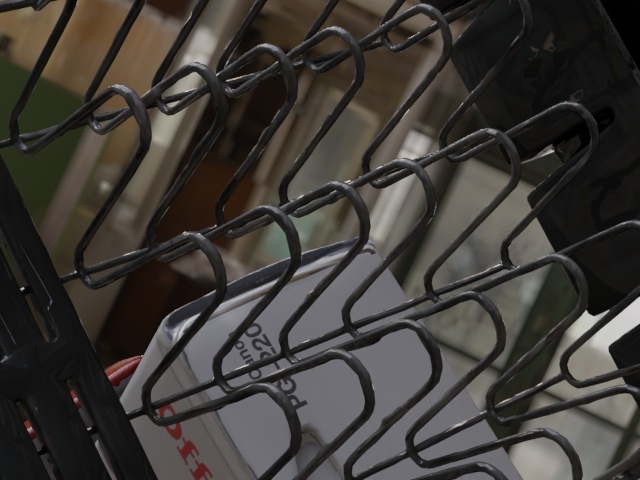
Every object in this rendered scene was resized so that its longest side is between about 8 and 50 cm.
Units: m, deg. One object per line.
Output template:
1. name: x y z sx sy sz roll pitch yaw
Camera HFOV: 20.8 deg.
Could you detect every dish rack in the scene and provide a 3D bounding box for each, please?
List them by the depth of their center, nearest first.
1. dish rack: 0.000 0.000 0.430 0.271 0.208 0.074 -21 -12 -39

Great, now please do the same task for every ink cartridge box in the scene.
1. ink cartridge box: -0.012 0.122 0.638 0.159 0.092 0.218 58 -30 16

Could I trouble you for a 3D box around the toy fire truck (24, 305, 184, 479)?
1. toy fire truck: -0.069 0.182 1.135 0.169 0.302 0.254 -16 -75 56
